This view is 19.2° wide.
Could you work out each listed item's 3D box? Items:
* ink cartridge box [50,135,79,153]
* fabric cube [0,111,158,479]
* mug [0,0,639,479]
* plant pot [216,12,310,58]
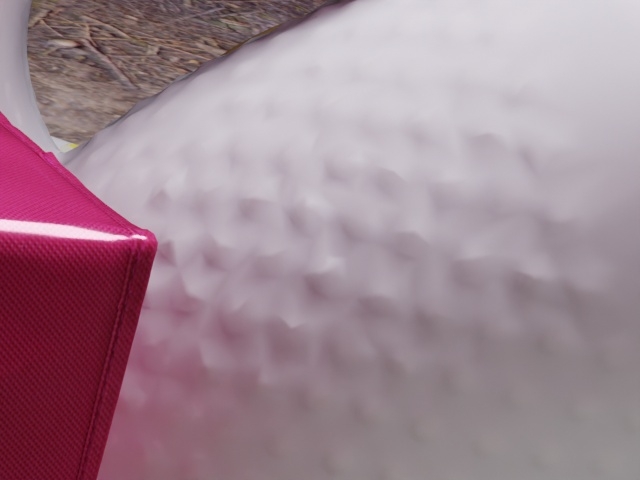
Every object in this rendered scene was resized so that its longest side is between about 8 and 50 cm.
[{"bbox_3d":[-0.158,0.018,1.069,0.176,0.127,0.128,19,18,15],"label":"ink cartridge box"},{"bbox_3d":[-0.245,0.061,0.646,0.258,0.254,0.259,5,18,-33],"label":"fabric cube"},{"bbox_3d":[0.000,0.000,0.781,0.328,0.374,0.276,-21,12,10],"label":"mug"},{"bbox_3d":[-0.014,-0.049,1.306,0.237,0.237,0.254,5,4,-29],"label":"plant pot"}]
